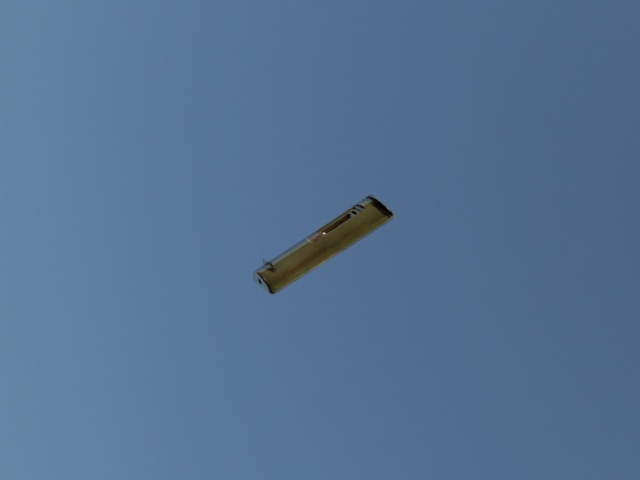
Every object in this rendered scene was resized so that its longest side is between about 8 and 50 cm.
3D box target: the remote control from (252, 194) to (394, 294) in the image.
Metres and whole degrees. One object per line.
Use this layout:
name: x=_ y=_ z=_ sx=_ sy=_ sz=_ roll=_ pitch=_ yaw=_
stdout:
remote control: x=0.000 y=0.000 z=0.632 sx=0.091 sy=0.016 sz=0.034 roll=-33 pitch=-150 yaw=-16
